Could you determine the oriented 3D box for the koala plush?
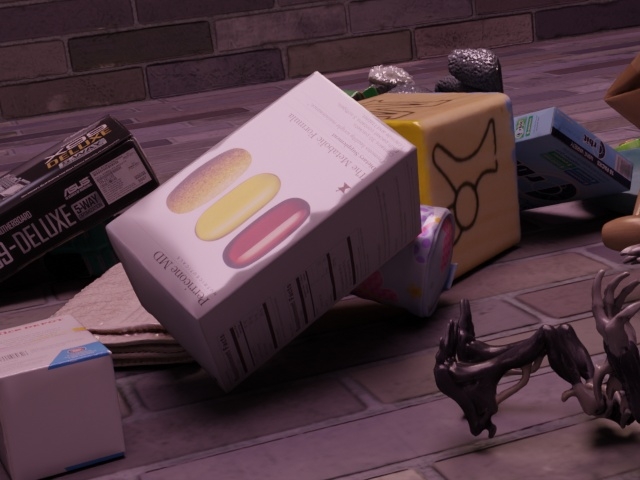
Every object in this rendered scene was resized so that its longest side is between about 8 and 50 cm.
[{"bbox_3d":[0.181,-0.195,1.813,0.221,0.196,0.203,-3,4,13],"label":"koala plush"}]

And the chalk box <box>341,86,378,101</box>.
[{"bbox_3d":[0.005,-0.116,1.499,0.213,0.132,0.132,-45,31,-23],"label":"chalk box"}]

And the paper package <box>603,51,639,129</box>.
[{"bbox_3d":[0.494,-0.123,1.094,0.325,0.168,0.309,-8,44,-45],"label":"paper package"}]

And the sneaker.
[{"bbox_3d":[-0.237,0.007,1.462,0.223,0.083,0.098,-19,-26,2],"label":"sneaker"}]

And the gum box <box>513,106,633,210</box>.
[{"bbox_3d":[0.262,-0.095,1.404,0.157,0.041,0.184,27,-25,-34],"label":"gum box"}]

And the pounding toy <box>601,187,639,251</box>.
[{"bbox_3d":[0.419,-0.040,1.149,0.269,0.155,0.154,-22,21,-40],"label":"pounding toy"}]

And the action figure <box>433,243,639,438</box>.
[{"bbox_3d":[0.226,0.077,0.828,0.275,0.141,0.164,-2,4,21],"label":"action figure"}]

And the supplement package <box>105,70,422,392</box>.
[{"bbox_3d":[-0.043,-0.009,1.018,0.244,0.134,0.139,-39,60,-18],"label":"supplement package"}]

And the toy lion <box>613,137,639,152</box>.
[{"bbox_3d":[0.464,-0.138,1.671,0.100,0.034,0.096,-17,-7,-33],"label":"toy lion"}]

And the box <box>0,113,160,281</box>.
[{"bbox_3d":[-0.365,-0.042,1.440,0.307,0.076,0.242,-32,20,-7],"label":"box"}]

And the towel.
[{"bbox_3d":[-0.173,0.066,1.209,0.187,0.049,0.282,-3,15,10],"label":"towel"}]

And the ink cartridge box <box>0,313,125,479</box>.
[{"bbox_3d":[-0.227,0.123,0.932,0.092,0.090,0.143,-13,15,-23],"label":"ink cartridge box"}]

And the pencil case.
[{"bbox_3d":[0.000,0.000,1.164,0.273,0.124,0.113,11,61,17],"label":"pencil case"}]

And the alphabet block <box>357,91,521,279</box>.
[{"bbox_3d":[0.098,-0.063,1.312,0.193,0.192,0.197,3,16,38],"label":"alphabet block"}]

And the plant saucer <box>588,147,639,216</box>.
[{"bbox_3d":[0.488,-0.078,1.486,0.317,0.044,0.317,-7,15,2],"label":"plant saucer"}]
